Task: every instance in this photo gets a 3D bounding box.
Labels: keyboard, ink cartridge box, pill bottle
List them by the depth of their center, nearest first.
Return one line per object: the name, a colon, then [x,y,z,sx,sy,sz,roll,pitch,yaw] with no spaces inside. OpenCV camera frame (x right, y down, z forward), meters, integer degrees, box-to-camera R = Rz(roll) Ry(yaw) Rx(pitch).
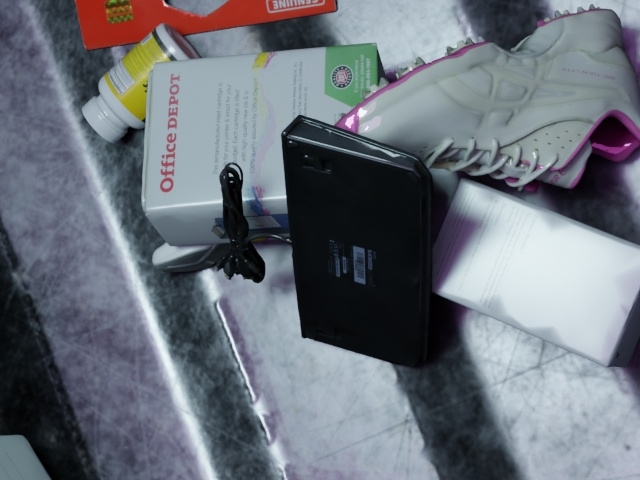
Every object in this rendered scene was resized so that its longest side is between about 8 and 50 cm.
keyboard: [0.000,0.000,1.328,0.201,0.317,0.033,16,58,12]
ink cartridge box: [-0.046,-0.085,1.419,0.212,0.093,0.154,-3,67,9]
ink cartridge box: [-0.137,-0.312,1.480,0.275,0.060,0.239,-6,101,18]
pill bottle: [-0.172,-0.149,1.511,0.116,0.065,0.065,-40,75,12]

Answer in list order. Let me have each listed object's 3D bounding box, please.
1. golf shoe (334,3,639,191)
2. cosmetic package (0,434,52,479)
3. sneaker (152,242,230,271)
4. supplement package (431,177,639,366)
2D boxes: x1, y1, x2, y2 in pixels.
golf shoe: [0.150,-0.097,1.305,0.306,0.115,0.140,-20,80,-25]
cosmetic package: [-0.389,0.389,1.335,0.329,0.393,0.327,-40,71,14]
sneaker: [-0.095,-0.020,1.486,0.152,0.054,0.061,-29,71,5]
supplement package: [0.194,0.029,1.354,0.179,0.105,0.105,24,92,20]
